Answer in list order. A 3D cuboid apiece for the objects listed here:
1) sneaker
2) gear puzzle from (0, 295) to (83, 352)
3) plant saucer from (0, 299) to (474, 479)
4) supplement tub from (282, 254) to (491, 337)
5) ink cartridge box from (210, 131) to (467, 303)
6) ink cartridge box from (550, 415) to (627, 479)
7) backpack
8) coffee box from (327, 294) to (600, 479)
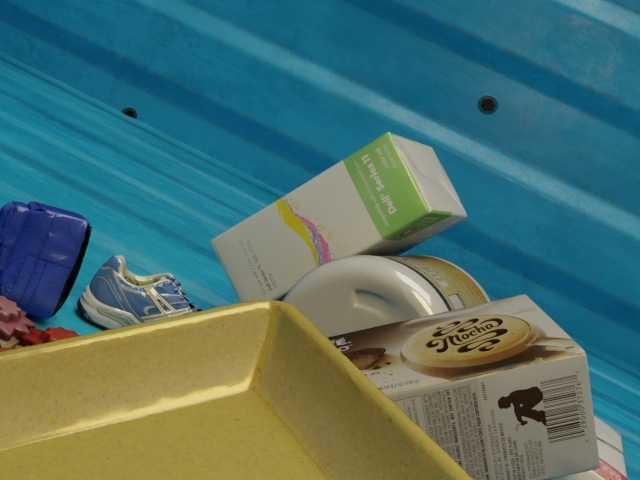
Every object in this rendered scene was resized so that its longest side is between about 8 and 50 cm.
[{"bbox_3d":[-0.181,0.089,1.069,0.211,0.081,0.080,24,8,-15],"label":"sneaker"},{"bbox_3d":[-0.220,0.133,0.849,0.339,0.044,0.175,26,10,1],"label":"gear puzzle"},{"bbox_3d":[-0.103,0.168,0.583,0.333,0.081,0.333,-11,27,-26],"label":"plant saucer"},{"bbox_3d":[0.097,0.131,1.110,0.228,0.228,0.316,29,11,21],"label":"supplement tub"},{"bbox_3d":[0.000,0.000,1.198,0.119,0.353,0.207,64,20,11],"label":"ink cartridge box"},{"bbox_3d":[0.244,0.271,0.940,0.092,0.158,0.218,31,11,11],"label":"ink cartridge box"},{"bbox_3d":[-0.318,0.020,0.982,0.101,0.120,0.098,17,2,-19],"label":"backpack"},{"bbox_3d":[0.082,0.157,0.829,0.297,0.119,0.168,-12,14,-1],"label":"coffee box"}]
